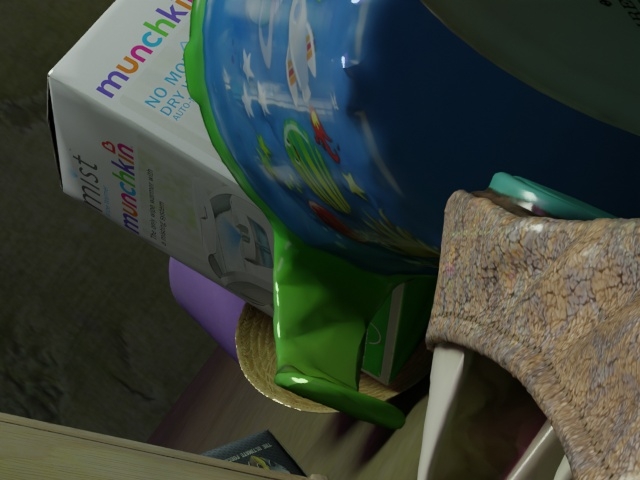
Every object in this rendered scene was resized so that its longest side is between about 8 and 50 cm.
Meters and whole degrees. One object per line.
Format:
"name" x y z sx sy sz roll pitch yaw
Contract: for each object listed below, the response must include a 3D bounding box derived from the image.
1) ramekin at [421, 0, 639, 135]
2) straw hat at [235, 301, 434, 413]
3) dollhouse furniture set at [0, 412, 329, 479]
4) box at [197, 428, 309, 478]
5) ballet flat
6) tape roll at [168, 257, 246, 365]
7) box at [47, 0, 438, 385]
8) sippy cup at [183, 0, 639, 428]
"ramekin" 0.110 -0.106 0.542 0.109 0.207 0.207 -65 6 -16
"straw hat" 0.026 0.061 1.139 0.144 0.144 0.061 -56 -35 -30
"dollhouse furniture set" -0.096 0.202 0.735 0.242 0.161 0.212 -67 24 19
"box" -0.128 0.210 1.128 0.233 0.059 0.183 -15 -32 -53
"ballet flat" 0.070 0.042 0.467 0.106 0.107 0.316 -62 2 -1
"tape roll" 0.000 0.000 1.262 0.189 0.080 0.189 -32 -32 -23
"box" 0.016 -0.092 1.112 0.262 0.231 0.127 -51 -17 -27
"sippy cup" 0.069 -0.082 0.852 0.240 0.305 0.224 -14 11 -8
